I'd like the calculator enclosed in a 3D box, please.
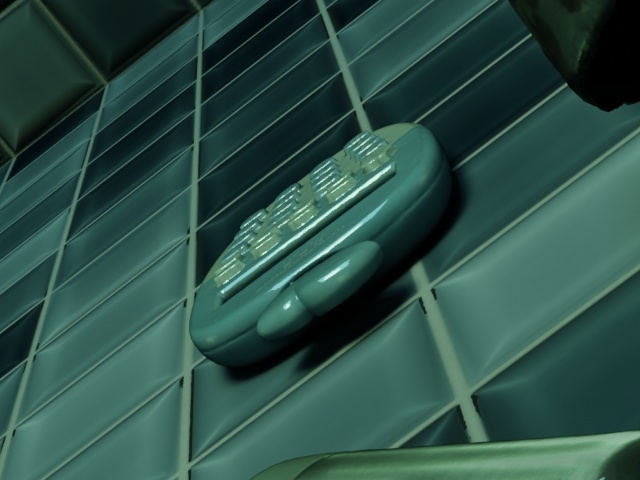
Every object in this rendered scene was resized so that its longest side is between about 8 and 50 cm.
[{"bbox_3d":[0.000,0.000,1.183,0.188,0.042,0.303,-36,14,9],"label":"calculator"}]

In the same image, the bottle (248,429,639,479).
[{"bbox_3d":[0.043,0.116,0.655,0.253,0.079,0.096,-13,68,58],"label":"bottle"}]

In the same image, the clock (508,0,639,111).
[{"bbox_3d":[0.222,-0.187,0.855,0.325,0.067,0.325,-35,-15,-11],"label":"clock"}]
